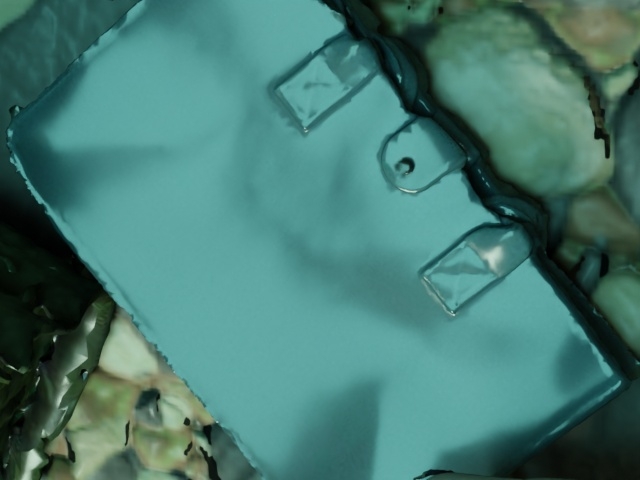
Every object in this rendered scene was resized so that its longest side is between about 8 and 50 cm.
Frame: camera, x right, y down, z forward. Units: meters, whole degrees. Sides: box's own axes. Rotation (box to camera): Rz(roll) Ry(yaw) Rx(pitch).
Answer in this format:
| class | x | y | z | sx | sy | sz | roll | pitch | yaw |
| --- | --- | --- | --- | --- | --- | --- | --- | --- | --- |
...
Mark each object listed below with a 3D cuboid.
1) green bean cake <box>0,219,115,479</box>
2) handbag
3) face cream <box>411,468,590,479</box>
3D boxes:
| class | x | y | z | sx | sy | sz | roll | pitch | yaw |
| --- | --- | --- | --- | --- | --- | --- | --- | --- | --- |
| green bean cake | -0.210 | 0.112 | 0.699 | 0.132 | 0.241 | 0.255 | 31 | 119 | 5 |
| handbag | 0.000 | 0.000 | 0.676 | 0.144 | 0.057 | 0.221 | -40 | 86 | 25 |
| face cream | 0.121 | 0.107 | 0.548 | 0.244 | 0.058 | 0.092 | 1 | 101 | 46 |
